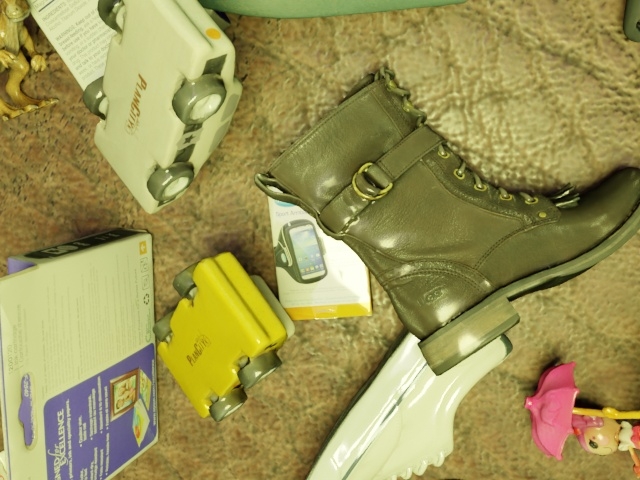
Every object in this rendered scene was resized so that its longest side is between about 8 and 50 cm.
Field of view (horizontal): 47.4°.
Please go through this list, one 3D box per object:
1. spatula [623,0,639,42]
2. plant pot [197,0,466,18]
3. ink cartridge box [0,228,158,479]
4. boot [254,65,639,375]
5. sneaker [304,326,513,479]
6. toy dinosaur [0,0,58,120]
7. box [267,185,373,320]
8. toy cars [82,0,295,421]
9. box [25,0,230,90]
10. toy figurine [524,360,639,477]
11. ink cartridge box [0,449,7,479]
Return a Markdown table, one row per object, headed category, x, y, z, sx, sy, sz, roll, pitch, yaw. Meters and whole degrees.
| category | x | y | z | sx | sy | sz | roll | pitch | yaw |
| --- | --- | --- | --- | --- | --- | --- | --- | --- | --- |
| spatula | 0.237 | -0.274 | 0.485 | 0.084 | 0.030 | 0.296 | -2 | 125 | 5 |
| plant pot | -0.046 | -0.279 | 0.459 | 0.252 | 0.248 | 0.247 | -11 | 87 | 8 |
| ink cartridge box | -0.200 | 0.106 | 0.588 | 0.045 | 0.208 | 0.206 | 3 | 100 | 15 |
| boot | 0.109 | -0.048 | 0.572 | 0.263 | 0.091 | 0.229 | -34 | 77 | -13 |
| sneaker | 0.065 | 0.165 | 0.620 | 0.091 | 0.094 | 0.258 | 35 | 102 | 5 |
| toy dinosaur | -0.284 | -0.159 | 0.627 | 0.212 | 0.064 | 0.112 | -8 | 112 | 41 |
| box | 0.000 | 0.000 | 0.636 | 0.081 | 0.028 | 0.136 | -4 | 96 | 8 |
| toy cars | -0.084 | -0.017 | 0.561 | 0.177 | 0.087 | 0.393 | 22 | 131 | 42 |
| box | -0.166 | -0.204 | 0.600 | 0.126 | 0.072 | 0.137 | -32 | 95 | 10 |
| toy figurine | 0.251 | 0.149 | 0.586 | 0.159 | 0.173 | 0.130 | -3 | 57 | 42 |
| ink cartridge box | -0.350 | 0.290 | 0.711 | 0.198 | 0.067 | 0.115 | -29 | 94 | 11 |
